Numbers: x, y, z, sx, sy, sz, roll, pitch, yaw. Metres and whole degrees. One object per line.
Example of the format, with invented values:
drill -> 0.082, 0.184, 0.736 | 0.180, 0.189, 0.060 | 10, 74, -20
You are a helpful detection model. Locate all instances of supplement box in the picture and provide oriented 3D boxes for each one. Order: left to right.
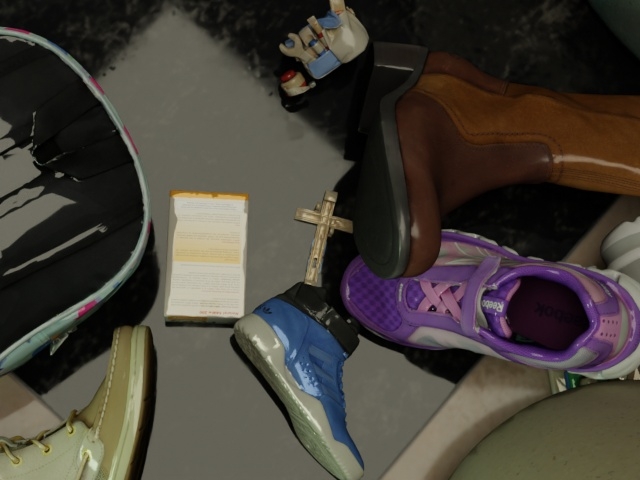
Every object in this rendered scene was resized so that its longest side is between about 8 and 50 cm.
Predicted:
supplement box -> -0.087, 0.014, 0.958 | 0.062, 0.036, 0.098 | 3, 79, -6

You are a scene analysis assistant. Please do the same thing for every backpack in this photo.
backpack -> -0.244, -0.018, 0.868 | 0.253, 0.191, 0.225 | -33, 91, -2

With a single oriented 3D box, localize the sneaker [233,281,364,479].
sneaker -> 0.009, 0.102, 0.941 | 0.084, 0.058, 0.152 | -36, 94, -21

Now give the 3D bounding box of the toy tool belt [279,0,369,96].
toy tool belt -> -0.006, -0.157, 0.990 | 0.083, 0.052, 0.051 | -34, 110, 7

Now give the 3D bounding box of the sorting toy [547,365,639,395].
sorting toy -> 0.252, 0.137, 0.968 | 0.132, 0.046, 0.275 | -5, 80, -7

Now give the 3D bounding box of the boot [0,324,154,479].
boot -> -0.211, 0.148, 0.888 | 0.165, 0.077, 0.213 | 14, 96, -1

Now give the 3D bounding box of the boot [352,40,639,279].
boot -> 0.167, -0.044, 0.921 | 0.280, 0.264, 0.096 | 11, 120, -5

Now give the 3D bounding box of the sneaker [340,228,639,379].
sneaker -> 0.118, 0.044, 0.908 | 0.236, 0.104, 0.095 | 9, 93, 24

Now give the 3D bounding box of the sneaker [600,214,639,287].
sneaker -> 0.354, 0.052, 0.958 | 0.281, 0.105, 0.115 | 2, 68, -3

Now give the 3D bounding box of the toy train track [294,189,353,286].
toy train track -> 0.000, 0.000, 0.982 | 0.048, 0.014, 0.083 | 14, 79, -3

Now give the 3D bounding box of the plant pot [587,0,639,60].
plant pot -> 0.322, -0.261, 0.958 | 0.252, 0.248, 0.247 | 31, 77, 19

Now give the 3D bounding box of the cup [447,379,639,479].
cup -> 0.240, 0.270, 0.817 | 0.331, 0.237, 0.331 | 0, 91, -5
